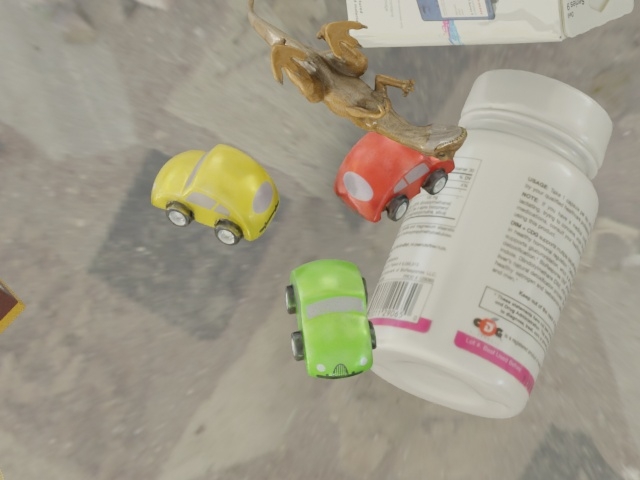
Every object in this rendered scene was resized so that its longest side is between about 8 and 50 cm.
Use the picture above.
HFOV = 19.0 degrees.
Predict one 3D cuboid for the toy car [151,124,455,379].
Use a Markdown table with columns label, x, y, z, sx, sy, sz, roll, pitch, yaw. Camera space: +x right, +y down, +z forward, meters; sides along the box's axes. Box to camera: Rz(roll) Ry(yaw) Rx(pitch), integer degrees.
| label | x | y | z | sx | sy | sz | roll | pitch | yaw |
| --- | --- | --- | --- | --- | --- | --- | --- | --- | --- |
| toy car | 0.000 | 0.000 | 1.424 | 0.239 | 0.053 | 0.225 | -7 | 51 | -7 |

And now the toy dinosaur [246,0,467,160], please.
| label | x | y | z | sx | sy | sz | roll | pitch | yaw |
| --- | --- | --- | --- | --- | --- | --- | --- | --- | --- |
| toy dinosaur | -0.002 | -0.112 | 1.263 | 0.211 | 0.112 | 0.064 | 39 | 84 | 21 |

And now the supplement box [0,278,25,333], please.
| label | x | y | z | sx | sy | sz | roll | pitch | yaw |
| --- | --- | --- | --- | --- | --- | --- | --- | --- | --- |
| supplement box | -0.431 | 0.067 | 1.865 | 0.191 | 0.194 | 0.129 | -46 | 65 | -1 |

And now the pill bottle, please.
| label | x | y | z | sx | sy | sz | roll | pitch | yaw |
| --- | --- | --- | --- | --- | --- | --- | --- | --- | --- |
| pill bottle | 0.153 | 0.001 | 1.705 | 0.160 | 0.160 | 0.283 | 22 | 74 | 3 |

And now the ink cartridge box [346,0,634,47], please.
| label | x | y | z | sx | sy | sz | roll | pitch | yaw |
| --- | --- | --- | --- | --- | --- | --- | --- | --- | --- |
| ink cartridge box | 0.149 | -0.228 | 1.679 | 0.212 | 0.154 | 0.093 | 4 | 109 | 33 |

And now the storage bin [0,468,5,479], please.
| label | x | y | z | sx | sy | sz | roll | pitch | yaw |
| --- | --- | --- | --- | --- | --- | --- | --- | --- | --- |
| storage bin | -0.434 | 0.207 | 1.700 | 0.262 | 0.123 | 0.260 | -15 | 111 | 2 |
